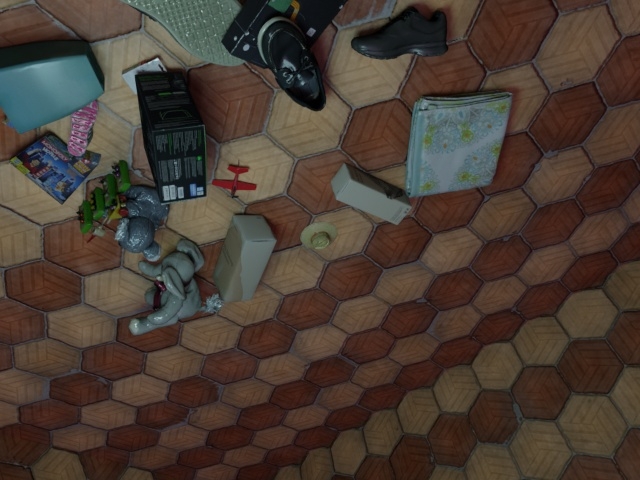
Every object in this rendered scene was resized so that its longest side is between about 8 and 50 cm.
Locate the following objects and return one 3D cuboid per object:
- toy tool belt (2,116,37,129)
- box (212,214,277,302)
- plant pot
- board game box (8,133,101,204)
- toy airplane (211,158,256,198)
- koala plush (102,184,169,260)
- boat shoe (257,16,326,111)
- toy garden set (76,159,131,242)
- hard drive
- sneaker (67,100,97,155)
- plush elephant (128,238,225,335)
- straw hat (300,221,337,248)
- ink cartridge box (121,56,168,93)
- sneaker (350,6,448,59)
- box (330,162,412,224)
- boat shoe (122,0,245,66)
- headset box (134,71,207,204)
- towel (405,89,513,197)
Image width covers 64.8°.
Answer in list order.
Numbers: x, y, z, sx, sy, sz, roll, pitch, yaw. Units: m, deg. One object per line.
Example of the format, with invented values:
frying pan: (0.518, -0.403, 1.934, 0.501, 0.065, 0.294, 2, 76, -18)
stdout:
toy tool belt: (-0.835, -0.323, 1.404, 0.083, 0.051, 0.052, 22, 123, -29)
box: (-0.278, 0.067, 1.810, 0.121, 0.148, 0.311, -2, 132, -34)
plant pot: (-0.690, -0.412, 1.292, 0.235, 0.165, 0.165, -19, 133, -7)
board game box: (-0.768, -0.229, 1.499, 0.194, 0.060, 0.194, -28, 131, 11)
toy airplane: (-0.278, -0.198, 1.665, 0.151, 0.028, 0.151, -6, 132, -7)
koala plush: (-0.580, -0.047, 1.597, 0.203, 0.221, 0.196, -29, 131, 12)
boat shoe: (-0.059, -0.447, 1.338, 0.127, 0.113, 0.340, -35, 160, -2)
toy garden set: (-0.669, -0.104, 1.532, 0.244, 0.203, 0.049, -40, 142, 20)
hard drive: (-0.068, -0.587, 1.272, 0.339, 0.064, 0.237, -45, 158, 26)
sneaker: (-0.676, -0.328, 1.434, 0.063, 0.075, 0.170, 14, 104, -24)
plush elephant: (-0.525, 0.150, 1.769, 0.330, 0.271, 0.255, -7, 114, 8)
straw hat: (0.000, 0.000, 1.887, 0.145, 0.061, 0.144, -7, 133, -8)
ink cartridge box: (-0.478, -0.457, 1.384, 0.115, 0.029, 0.062, -24, 132, 7)
sneaker: (0.221, -0.579, 1.407, 0.287, 0.109, 0.130, -11, 123, -13)
box: (0.178, -0.159, 1.753, 0.275, 0.113, 0.094, 20, 124, -29)
boat shoe: (-0.356, -0.592, 1.214, 0.500, 0.156, 0.187, 17, 124, -45)
headset box: (-0.410, -0.287, 1.376, 0.131, 0.283, 0.246, -12, 140, -21)
towel: (0.456, -0.317, 1.692, 0.321, 0.090, 0.374, -7, 133, -6)
